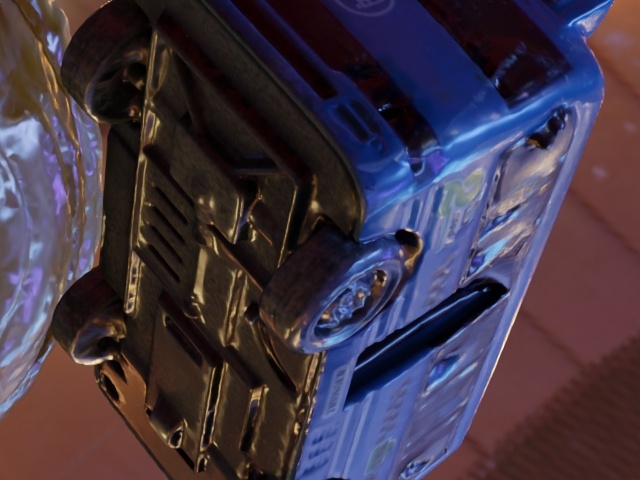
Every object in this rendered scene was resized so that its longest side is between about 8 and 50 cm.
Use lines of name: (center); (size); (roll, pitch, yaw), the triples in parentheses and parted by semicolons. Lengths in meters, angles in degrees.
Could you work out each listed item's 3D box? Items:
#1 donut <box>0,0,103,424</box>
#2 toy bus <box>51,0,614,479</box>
donut: (-0.326, -0.013, 1.042); (0.449, 0.449, 0.198); (-9, -154, -25)
toy bus: (0.000, 0.000, 0.609); (0.134, 0.246, 0.113); (-29, -116, -27)
